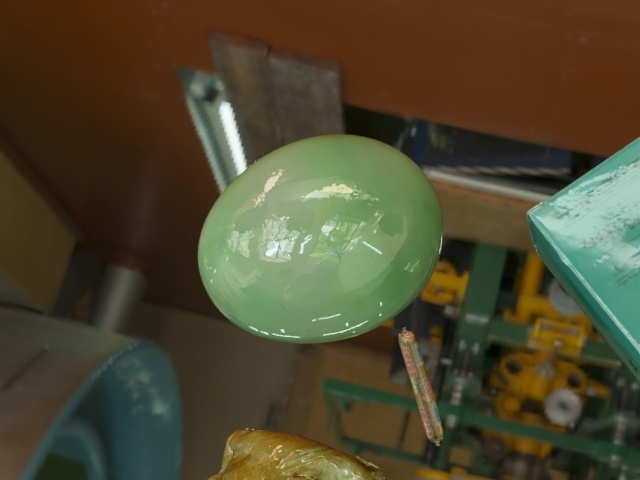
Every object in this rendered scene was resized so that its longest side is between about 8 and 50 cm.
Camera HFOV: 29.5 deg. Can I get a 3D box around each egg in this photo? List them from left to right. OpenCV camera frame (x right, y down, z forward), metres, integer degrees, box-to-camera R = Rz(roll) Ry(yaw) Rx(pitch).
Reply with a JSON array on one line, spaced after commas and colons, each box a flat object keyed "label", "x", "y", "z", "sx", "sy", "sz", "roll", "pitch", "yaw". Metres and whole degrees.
[{"label": "egg", "x": 0.000, "y": 0.000, "z": 1.315, "sx": 0.270, "sy": 0.220, "sz": 0.220, "roll": -19, "pitch": 156, "yaw": 5}]

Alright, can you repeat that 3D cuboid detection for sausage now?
[{"label": "sausage", "x": 0.079, "y": 0.115, "z": 0.954, "sx": 0.015, "sy": 0.100, "sz": 0.015, "roll": -16, "pitch": -170, "yaw": 3}]

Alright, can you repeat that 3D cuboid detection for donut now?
[{"label": "donut", "x": 0.003, "y": 0.405, "z": 1.774, "sx": 0.360, "sy": 0.170, "sz": 0.360, "roll": 23, "pitch": 161, "yaw": 9}]

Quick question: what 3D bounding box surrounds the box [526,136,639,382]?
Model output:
[{"label": "box", "x": 0.376, "y": 0.048, "z": 1.206, "sx": 0.311, "sy": 0.205, "sz": 0.118, "roll": 54, "pitch": 180, "yaw": 27}]
